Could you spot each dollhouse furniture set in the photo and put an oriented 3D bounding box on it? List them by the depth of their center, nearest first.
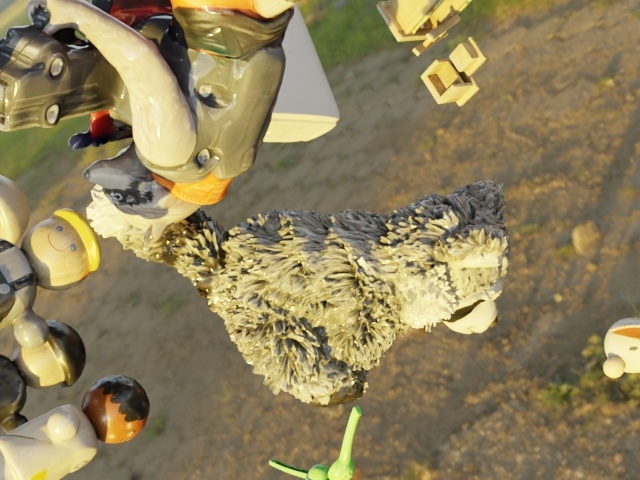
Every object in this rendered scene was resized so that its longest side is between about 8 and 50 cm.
[{"bbox_3d":[0.188,-0.279,1.193,0.101,0.161,0.182,-15,-20,-42],"label":"dollhouse furniture set"}]

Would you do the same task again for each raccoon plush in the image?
[{"bbox_3d":[0.000,0.000,1.100,0.299,0.446,0.216,-47,32,30],"label":"raccoon plush"}]

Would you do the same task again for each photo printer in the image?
[{"bbox_3d":[-0.109,-0.307,1.564,0.107,0.307,0.256,-26,-10,31],"label":"photo printer"}]

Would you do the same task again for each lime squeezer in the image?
[{"bbox_3d":[0.001,0.425,1.922,0.059,0.110,0.310,-35,-4,-45],"label":"lime squeezer"}]

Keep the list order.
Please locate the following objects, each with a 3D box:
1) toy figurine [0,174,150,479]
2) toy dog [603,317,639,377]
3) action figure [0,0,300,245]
[{"bbox_3d":[-0.227,0.067,0.722,0.148,0.213,0.210,-28,26,-32],"label":"toy figurine"},{"bbox_3d":[0.439,0.164,1.162,0.161,0.220,0.333,-37,-8,-21],"label":"toy dog"},{"bbox_3d":[-0.096,-0.130,0.658,0.341,0.178,0.330,-33,-27,-48],"label":"action figure"}]
